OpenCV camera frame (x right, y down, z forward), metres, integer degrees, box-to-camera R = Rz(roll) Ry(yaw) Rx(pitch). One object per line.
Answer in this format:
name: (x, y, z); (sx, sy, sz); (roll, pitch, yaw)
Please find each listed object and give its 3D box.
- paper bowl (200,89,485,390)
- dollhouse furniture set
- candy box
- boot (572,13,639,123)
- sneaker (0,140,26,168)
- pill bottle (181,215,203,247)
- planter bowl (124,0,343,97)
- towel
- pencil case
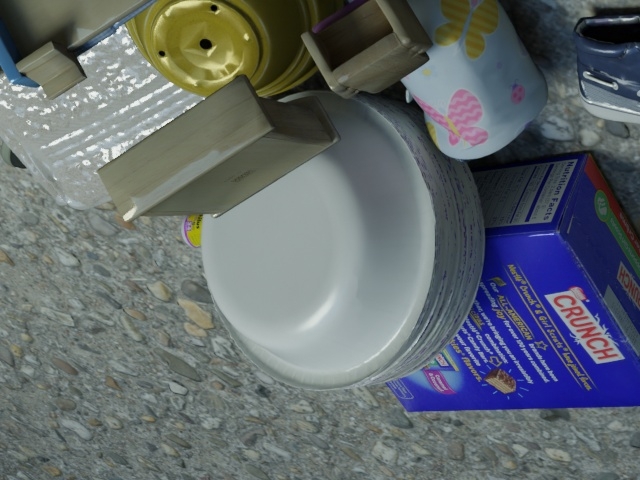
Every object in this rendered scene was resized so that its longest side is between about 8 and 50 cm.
paper bowl: (0.000, 0.000, 1.240); (0.284, 0.284, 0.148); (-8, 176, 39)
dollhouse furniture set: (-0.098, -0.204, 1.063); (0.286, 0.198, 0.303); (-31, 84, 14)
candy box: (0.176, 0.055, 1.362); (0.317, 0.122, 0.268); (-5, 134, 38)
boot: (0.298, -0.136, 1.076); (0.190, 0.069, 0.086); (8, 145, 26)
sneaker: (-0.272, -0.124, 1.440); (0.118, 0.083, 0.222); (28, 147, -8)
pill bottle: (-0.118, -0.016, 1.521); (0.083, 0.043, 0.043); (-6, 135, 36)
planter bowl: (-0.093, -0.195, 1.175); (0.217, 0.090, 0.217); (7, 130, 8)
towel: (-0.201, -0.141, 1.328); (0.282, 0.049, 0.187); (-24, 124, 24)
pencil case: (0.087, -0.195, 1.095); (0.124, 0.113, 0.273); (31, 162, 52)
